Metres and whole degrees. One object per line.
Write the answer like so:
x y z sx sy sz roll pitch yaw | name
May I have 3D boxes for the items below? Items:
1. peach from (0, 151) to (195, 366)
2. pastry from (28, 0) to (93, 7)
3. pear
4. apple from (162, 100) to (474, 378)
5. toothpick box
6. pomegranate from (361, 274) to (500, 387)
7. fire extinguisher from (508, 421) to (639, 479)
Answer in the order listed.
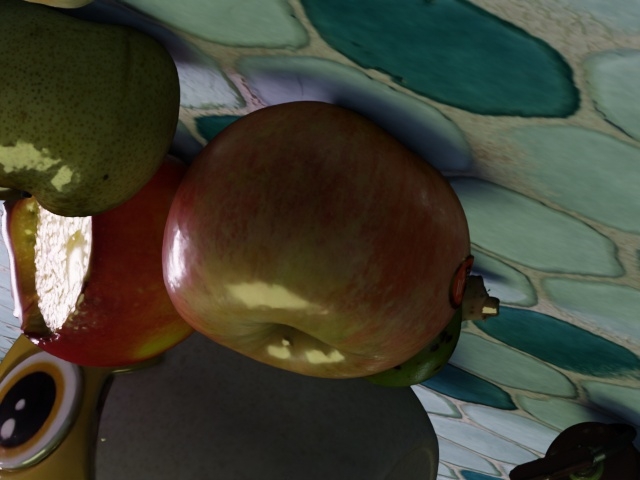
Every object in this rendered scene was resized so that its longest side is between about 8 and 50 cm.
-0.176 0.007 1.470 0.196 0.190 0.226 29 175 17 | peach
-0.154 -0.184 0.916 0.156 0.092 0.156 25 162 9 | pastry
-0.179 -0.087 1.218 0.167 0.137 0.167 21 172 3 | pear
0.000 0.000 1.219 0.209 0.164 0.209 11 159 4 | apple
-0.133 0.225 1.790 0.425 0.409 0.409 23 167 20 | toothpick box
0.063 0.052 1.434 0.130 0.130 0.130 22 166 5 | pomegranate
0.273 0.250 1.803 0.105 0.141 0.341 63 -170 27 | fire extinguisher
